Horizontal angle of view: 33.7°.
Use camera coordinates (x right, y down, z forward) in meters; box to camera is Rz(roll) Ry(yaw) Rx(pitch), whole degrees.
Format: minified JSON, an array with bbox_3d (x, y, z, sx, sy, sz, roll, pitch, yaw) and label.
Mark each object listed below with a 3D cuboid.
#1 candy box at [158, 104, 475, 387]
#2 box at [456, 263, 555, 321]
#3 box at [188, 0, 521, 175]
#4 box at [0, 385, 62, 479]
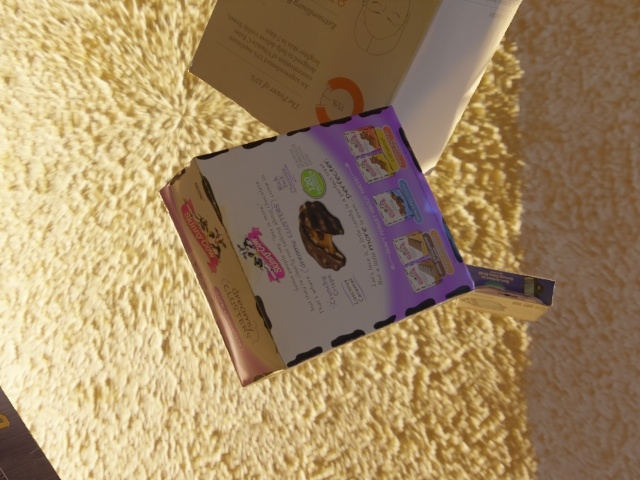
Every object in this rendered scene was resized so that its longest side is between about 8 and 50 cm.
[{"bbox_3d":[0.000,0.000,0.809,0.196,0.070,0.164,-18,-98,-36],"label":"candy box"},{"bbox_3d":[0.170,0.049,0.979,0.081,0.136,0.028,11,-102,6],"label":"box"},{"bbox_3d":[0.062,-0.256,0.980,0.215,0.168,0.345,36,-68,24],"label":"box"},{"bbox_3d":[-0.212,0.071,0.416,0.231,0.056,0.183,51,-58,16],"label":"box"}]
